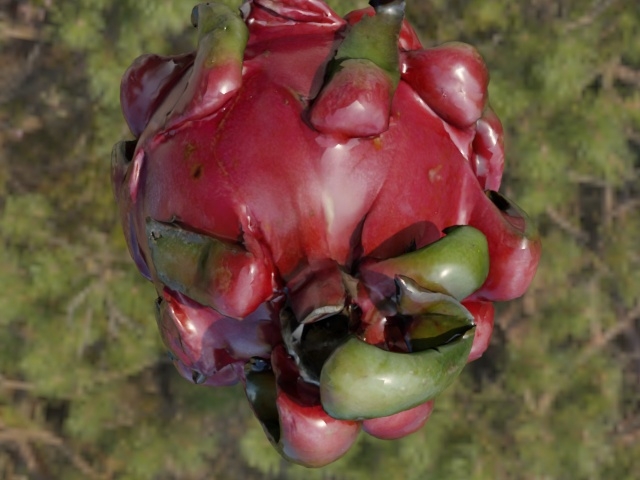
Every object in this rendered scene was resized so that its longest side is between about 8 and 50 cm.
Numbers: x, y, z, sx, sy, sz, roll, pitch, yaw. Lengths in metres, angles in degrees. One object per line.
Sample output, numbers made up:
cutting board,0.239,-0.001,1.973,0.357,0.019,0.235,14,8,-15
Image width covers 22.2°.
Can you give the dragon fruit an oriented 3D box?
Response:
dragon fruit,0.004,0.000,0.766,0.218,0.272,0.198,-34,145,19
